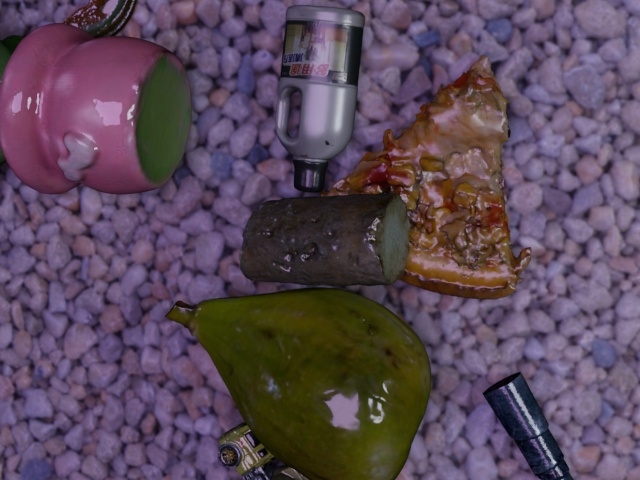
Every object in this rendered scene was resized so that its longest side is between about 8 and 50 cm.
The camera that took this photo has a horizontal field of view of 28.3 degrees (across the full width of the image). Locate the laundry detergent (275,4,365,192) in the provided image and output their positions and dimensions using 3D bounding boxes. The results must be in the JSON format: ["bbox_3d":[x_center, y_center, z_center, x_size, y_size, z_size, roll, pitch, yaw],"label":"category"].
[{"bbox_3d":[-0.005,-0.171,1.558,0.099,0.070,0.225,7,95,7],"label":"laundry detergent"}]

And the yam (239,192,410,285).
[{"bbox_3d":[0.000,0.000,1.491,0.194,0.107,0.107,-1,93,25],"label":"yam"}]

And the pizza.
[{"bbox_3d":[0.165,-0.050,1.523,0.251,0.074,0.287,45,104,5],"label":"pizza"}]

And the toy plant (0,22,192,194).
[{"bbox_3d":[-0.347,-0.186,1.554,0.356,0.210,0.317,13,137,23],"label":"toy plant"}]

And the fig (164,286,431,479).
[{"bbox_3d":[-0.009,0.145,1.478,0.233,0.233,0.314,-43,99,12],"label":"fig"}]

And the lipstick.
[{"bbox_3d":[0.277,0.271,1.521,0.053,0.053,0.234,-31,87,13],"label":"lipstick"}]

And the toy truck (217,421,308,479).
[{"bbox_3d":[-0.045,0.292,1.586,0.100,0.077,0.169,-35,83,16],"label":"toy truck"}]

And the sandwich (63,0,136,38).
[{"bbox_3d":[-0.276,-0.305,1.635,0.067,0.029,0.135,35,100,9],"label":"sandwich"}]
